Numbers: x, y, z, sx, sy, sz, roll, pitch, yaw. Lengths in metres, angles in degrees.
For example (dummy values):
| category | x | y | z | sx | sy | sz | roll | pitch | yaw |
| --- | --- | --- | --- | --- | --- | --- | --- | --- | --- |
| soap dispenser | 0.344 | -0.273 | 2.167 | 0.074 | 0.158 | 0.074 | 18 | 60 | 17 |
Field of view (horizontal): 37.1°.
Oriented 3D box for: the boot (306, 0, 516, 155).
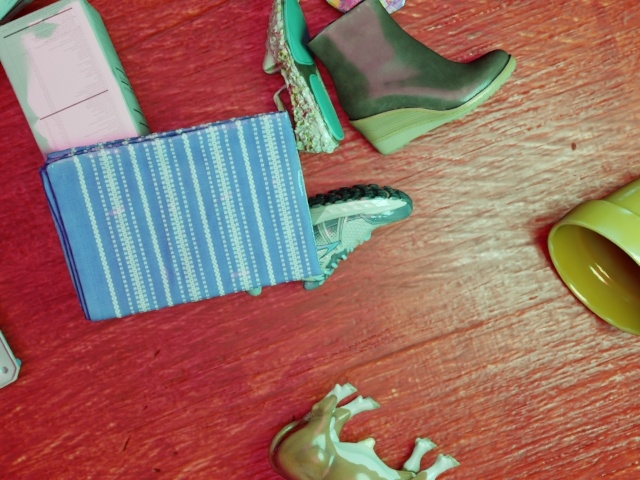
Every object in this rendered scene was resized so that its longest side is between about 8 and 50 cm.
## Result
| category | x | y | z | sx | sy | sz | roll | pitch | yaw |
| --- | --- | --- | --- | --- | --- | --- | --- | --- | --- |
| boot | 0.130 | -0.260 | 1.351 | 0.248 | 0.090 | 0.207 | -31 | 106 | 7 |

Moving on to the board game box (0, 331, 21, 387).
| category | x | y | z | sx | sy | sz | roll | pitch | yaw |
| --- | --- | --- | --- | --- | --- | --- | --- | --- | --- |
| board game box | -0.687 | 0.112 | 1.371 | 0.390 | 0.050 | 0.390 | -28 | 92 | -1 |

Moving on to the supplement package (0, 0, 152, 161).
| category | x | y | z | sx | sy | sz | roll | pitch | yaw |
| --- | --- | --- | --- | --- | --- | --- | --- | --- | --- |
| supplement package | -0.336 | -0.194 | 1.333 | 0.139 | 0.134 | 0.244 | -23 | 91 | 0 |

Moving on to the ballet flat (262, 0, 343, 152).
| category | x | y | z | sx | sy | sz | roll | pitch | yaw |
| --- | --- | --- | --- | --- | --- | --- | --- | --- | --- |
| ballet flat | -0.040 | -0.234 | 1.371 | 0.077 | 0.091 | 0.241 | -19 | 87 | 24 |

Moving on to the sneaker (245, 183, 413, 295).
| category | x | y | z | sx | sy | sz | roll | pitch | yaw |
| --- | --- | --- | --- | --- | --- | --- | --- | --- | --- |
| sneaker | 0.000 | 0.000 | 1.373 | 0.283 | 0.110 | 0.122 | -15 | 104 | 5 |

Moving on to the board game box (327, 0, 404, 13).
| category | x | y | z | sx | sy | sz | roll | pitch | yaw |
| --- | --- | --- | --- | --- | --- | --- | --- | --- | --- |
| board game box | 0.065 | -0.403 | 1.351 | 0.133 | 0.033 | 0.169 | 12 | 101 | 2 |

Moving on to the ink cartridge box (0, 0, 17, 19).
| category | x | y | z | sx | sy | sz | roll | pitch | yaw |
| --- | --- | --- | --- | --- | --- | --- | --- | --- | --- |
| ink cartridge box | -0.519 | -0.423 | 1.277 | 0.307 | 0.072 | 0.303 | 42 | 94 | 6 |

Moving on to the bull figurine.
| category | x | y | z | sx | sy | sz | roll | pitch | yaw |
| --- | --- | --- | --- | --- | --- | --- | --- | --- | --- |
| bull figurine | 0.079 | 0.347 | 1.368 | 0.310 | 0.101 | 0.188 | 36 | 86 | -4 |

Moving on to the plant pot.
| category | x | y | z | sx | sy | sz | roll | pitch | yaw |
| --- | --- | --- | --- | --- | --- | --- | --- | --- | --- |
| plant pot | 0.459 | -0.002 | 1.336 | 0.188 | 0.205 | 0.205 | -40 | 91 | -17 |

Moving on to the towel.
| category | x | y | z | sx | sy | sz | roll | pitch | yaw |
| --- | --- | --- | --- | --- | --- | --- | --- | --- | --- |
| towel | -0.182 | -0.029 | 1.274 | 0.336 | 0.040 | 0.243 | -12 | 108 | -2 |

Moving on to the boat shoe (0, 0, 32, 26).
| category | x | y | z | sx | sy | sz | roll | pitch | yaw |
| --- | --- | --- | --- | --- | --- | --- | --- | --- | --- |
| boat shoe | -0.456 | -0.373 | 1.349 | 0.109 | 0.094 | 0.302 | 36 | 90 | -1 |
